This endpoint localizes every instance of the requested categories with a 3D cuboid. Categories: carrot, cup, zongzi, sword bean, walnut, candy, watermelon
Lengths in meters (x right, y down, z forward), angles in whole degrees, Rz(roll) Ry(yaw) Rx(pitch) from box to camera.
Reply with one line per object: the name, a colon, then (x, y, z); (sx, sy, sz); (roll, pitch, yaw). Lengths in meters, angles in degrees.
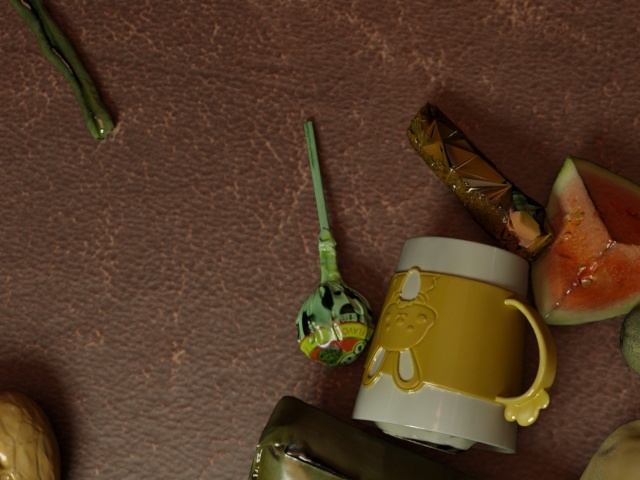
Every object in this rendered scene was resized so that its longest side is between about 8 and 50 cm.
carrot: (0.181, -0.068, 1.364); (0.069, 0.069, 0.229); (-41, 64, 2)
cup: (0.161, 0.120, 1.290); (0.241, 0.185, 0.226); (-2, 72, 47)
zongzi: (0.048, 0.412, 1.293); (0.356, 0.174, 0.393); (21, 96, 2)
sword bean: (-0.336, -0.242, 1.502); (0.043, 0.038, 0.269); (-33, 80, -2)
walnut: (-0.388, 0.275, 1.384); (0.165, 0.165, 0.197); (-7, 74, 8)
candy: (0.000, 0.000, 1.410); (0.091, 0.083, 0.305); (-17, 71, 23)
watermelon: (0.313, 0.019, 1.342); (0.193, 0.137, 0.145); (40, 125, 12)

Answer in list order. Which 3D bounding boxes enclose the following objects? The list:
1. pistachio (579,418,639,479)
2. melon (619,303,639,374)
pistachio: (0.346, 0.339, 1.255); (0.181, 0.162, 0.293); (6, 81, 25)
melon: (0.397, 0.114, 1.308); (0.130, 0.098, 0.098); (12, 85, 8)
